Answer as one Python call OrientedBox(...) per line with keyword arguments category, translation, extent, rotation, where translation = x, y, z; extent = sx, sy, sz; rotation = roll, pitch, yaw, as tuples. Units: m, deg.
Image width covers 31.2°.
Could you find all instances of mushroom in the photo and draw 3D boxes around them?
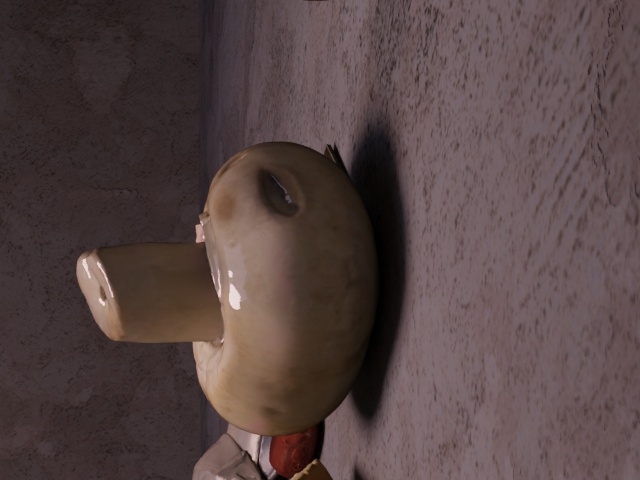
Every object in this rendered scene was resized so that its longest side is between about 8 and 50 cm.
OrientedBox(category="mushroom", translation=(-0.072, 0.072, 1.387), extent=(0.325, 0.353, 0.353), rotation=(55, 163, 4))

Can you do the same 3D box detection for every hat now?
OrientedBox(category="hat", translation=(-0.143, 0.387, 2.019), extent=(0.232, 0.161, 0.275), rotation=(154, 121, -73))

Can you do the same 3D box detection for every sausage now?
OrientedBox(category="sausage", translation=(-0.039, 0.299, 1.707), extent=(0.076, 0.076, 0.141), rotation=(-101, 18, -46))

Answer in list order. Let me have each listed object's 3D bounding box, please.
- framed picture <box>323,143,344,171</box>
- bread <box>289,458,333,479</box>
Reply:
OrientedBox(category="framed picture", translation=(0.000, 0.000, 1.610), extent=(0.173, 0.010, 0.231), rotation=(-112, 33, -59))
OrientedBox(category="bread", translation=(-0.040, 0.409, 1.365), extent=(0.211, 0.184, 0.224), rotation=(59, -170, 7))
